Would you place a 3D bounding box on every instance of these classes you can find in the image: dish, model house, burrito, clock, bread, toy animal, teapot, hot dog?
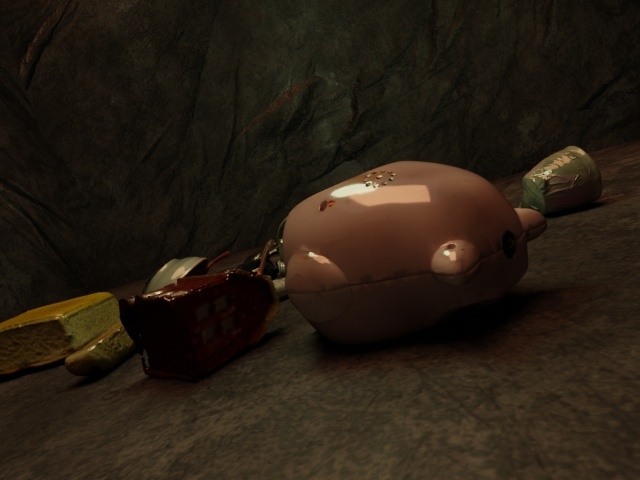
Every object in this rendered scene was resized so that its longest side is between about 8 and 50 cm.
[{"bbox_3d":[-0.447,0.130,1.428,0.260,0.085,0.260,-51,1,1],"label":"dish"},{"bbox_3d":[-0.213,0.141,0.927,0.196,0.160,0.254,-11,6,43],"label":"model house"},{"bbox_3d":[-0.142,0.138,1.253,0.203,0.064,0.064,-18,5,-28],"label":"burrito"},{"bbox_3d":[0.126,0.003,0.785,0.368,0.251,0.376,-21,7,-40],"label":"clock"},{"bbox_3d":[-0.790,0.271,1.418,0.323,0.143,0.333,-15,5,3],"label":"bread"},{"bbox_3d":[-0.226,0.100,1.678,0.168,0.106,0.343,-28,4,-30],"label":"toy animal"},{"bbox_3d":[0.643,-0.156,1.347,0.178,0.163,0.221,-23,5,2],"label":"teapot"},{"bbox_3d":[-0.479,0.245,1.102,0.084,0.073,0.242,-20,8,7],"label":"hot dog"}]

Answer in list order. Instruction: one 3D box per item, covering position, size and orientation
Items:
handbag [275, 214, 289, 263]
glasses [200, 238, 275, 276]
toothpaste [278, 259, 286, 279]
[{"bbox_3d":[0.000,0.000,1.380,0.256,0.219,0.079,-18,3,-7],"label":"handbag"},{"bbox_3d":[-0.265,0.076,1.438,0.234,0.118,0.268,-16,36,21],"label":"glasses"},{"bbox_3d":[0.023,0.066,1.485,0.299,0.073,0.114,-11,-5,-1],"label":"toothpaste"}]
